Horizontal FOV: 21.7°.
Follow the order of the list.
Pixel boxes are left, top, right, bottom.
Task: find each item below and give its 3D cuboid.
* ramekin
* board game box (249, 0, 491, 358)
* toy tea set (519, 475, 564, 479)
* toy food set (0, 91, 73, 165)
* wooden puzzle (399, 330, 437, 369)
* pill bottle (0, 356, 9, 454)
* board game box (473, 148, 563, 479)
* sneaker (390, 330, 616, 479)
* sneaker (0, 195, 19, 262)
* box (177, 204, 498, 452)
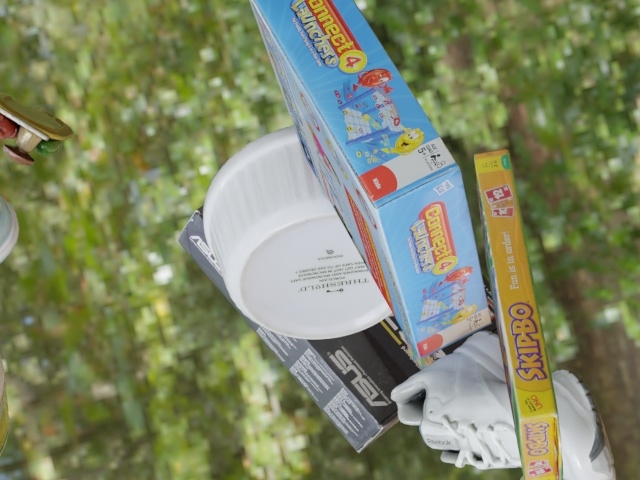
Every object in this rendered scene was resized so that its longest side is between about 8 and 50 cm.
[{"bbox_3d":[0.000,0.000,1.956,0.273,0.273,0.127,70,-174,-45],"label":"ramekin"},{"bbox_3d":[0.051,-0.081,1.661,0.302,0.086,0.308,61,175,31],"label":"board game box"},{"bbox_3d":[0.286,0.327,1.536,0.336,0.124,0.200,-173,89,-72],"label":"toy tea set"},{"bbox_3d":[-0.446,-0.159,2.470,0.128,0.071,0.218,30,-172,0],"label":"toy food set"},{"bbox_3d":[0.110,0.120,1.842,0.083,0.006,0.049,46,155,47],"label":"wooden puzzle"},{"bbox_3d":[-0.529,0.214,2.300,0.334,0.188,0.188,109,151,-65],"label":"pill bottle"},{"bbox_3d":[0.154,0.069,1.283,0.124,0.039,0.259,75,-175,-56],"label":"board game box"},{"bbox_3d":[0.172,0.177,1.558,0.297,0.129,0.111,20,130,66],"label":"sneaker"},{"bbox_3d":[-0.496,0.022,1.912,0.127,0.319,0.208,41,162,13],"label":"sneaker"},{"bbox_3d":[0.041,0.054,2.340,0.395,0.318,0.097,49,144,9],"label":"box"}]
